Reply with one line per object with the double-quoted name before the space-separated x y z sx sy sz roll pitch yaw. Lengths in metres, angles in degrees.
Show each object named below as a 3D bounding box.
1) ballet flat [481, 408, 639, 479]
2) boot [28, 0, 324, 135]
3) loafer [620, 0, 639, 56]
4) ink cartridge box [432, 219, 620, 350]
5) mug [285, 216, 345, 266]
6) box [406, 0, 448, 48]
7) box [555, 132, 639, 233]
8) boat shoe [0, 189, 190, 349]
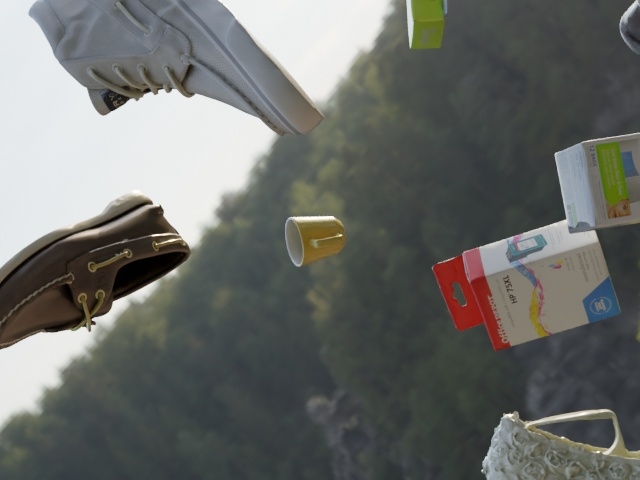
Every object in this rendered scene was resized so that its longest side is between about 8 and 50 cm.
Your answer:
"ballet flat" 0.436 0.309 1.942 0.147 0.409 0.147 4 -90 -87
"boot" -0.115 -0.132 1.033 0.123 0.258 0.095 -46 -30 2
"loafer" 0.458 -0.231 1.250 0.134 0.366 0.130 -63 -34 -48
"ink cartridge box" 0.286 0.066 1.914 0.231 0.134 0.078 -19 32 10
"mug" -0.001 0.002 1.709 0.064 0.078 0.062 -10 -50 -20
"box" 0.121 -0.290 1.579 0.178 0.042 0.109 57 -151 -85
"box" 0.424 -0.082 1.779 0.203 0.114 0.103 -9 -3 -10
"boat shoe" -0.266 0.044 1.535 0.116 0.097 0.324 -55 -10 34
